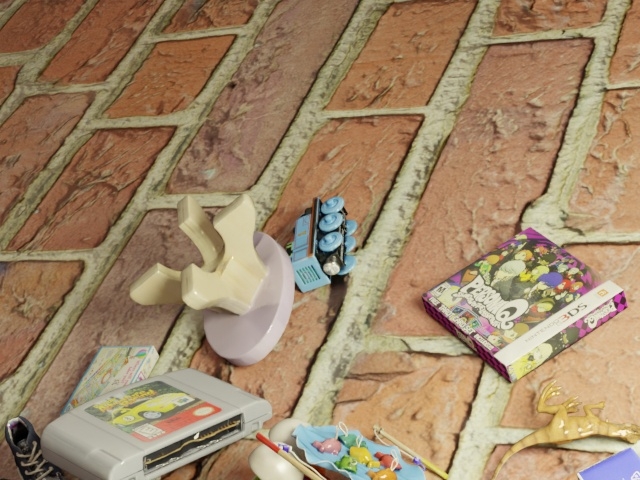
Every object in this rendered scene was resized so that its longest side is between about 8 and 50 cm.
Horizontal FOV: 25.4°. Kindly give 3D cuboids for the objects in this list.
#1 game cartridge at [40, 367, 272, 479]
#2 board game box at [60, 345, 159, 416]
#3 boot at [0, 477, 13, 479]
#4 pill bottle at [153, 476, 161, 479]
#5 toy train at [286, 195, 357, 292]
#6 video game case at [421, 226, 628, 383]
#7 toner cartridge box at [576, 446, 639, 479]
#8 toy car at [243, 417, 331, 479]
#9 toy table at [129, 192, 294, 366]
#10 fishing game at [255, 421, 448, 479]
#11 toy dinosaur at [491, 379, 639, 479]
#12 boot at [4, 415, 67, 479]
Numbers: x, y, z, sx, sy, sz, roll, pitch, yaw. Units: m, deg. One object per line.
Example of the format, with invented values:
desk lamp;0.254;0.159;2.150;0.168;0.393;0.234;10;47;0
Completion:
game cartridge;-0.240;0.263;2.035;0.294;0.060;0.196;-20;22;-41
board game box;-0.333;0.229;2.250;0.103;0.026;0.154;-2;40;27
boot;-0.439;0.395;2.045;0.121;0.045;0.099;-4;65;33
pill bottle;-0.271;0.365;1.991;0.078;0.078;0.137;-6;38;23
toy train;0.000;0.000;2.325;0.105;0.080;0.184;-19;35;16
video game case;0.293;0.089;2.070;0.210;0.042;0.232;-31;35;-13
toner cartridge box;0.393;0.392;1.505;0.075;0.165;0.348;-25;34;-3
toy car;-0.045;0.336;1.855;0.136;0.159;0.182;34;21;6
toy table;-0.156;0.052;2.221;0.252;0.161;0.274;-44;32;9
fishing game;0.054;0.272;1.809;0.189;0.264;0.041;32;105;40
toy dinosaur;0.306;0.244;1.839;0.211;0.064;0.112;-15;37;12
boot;-0.422;0.340;2.101;0.069;0.086;0.190;-31;35;-12
